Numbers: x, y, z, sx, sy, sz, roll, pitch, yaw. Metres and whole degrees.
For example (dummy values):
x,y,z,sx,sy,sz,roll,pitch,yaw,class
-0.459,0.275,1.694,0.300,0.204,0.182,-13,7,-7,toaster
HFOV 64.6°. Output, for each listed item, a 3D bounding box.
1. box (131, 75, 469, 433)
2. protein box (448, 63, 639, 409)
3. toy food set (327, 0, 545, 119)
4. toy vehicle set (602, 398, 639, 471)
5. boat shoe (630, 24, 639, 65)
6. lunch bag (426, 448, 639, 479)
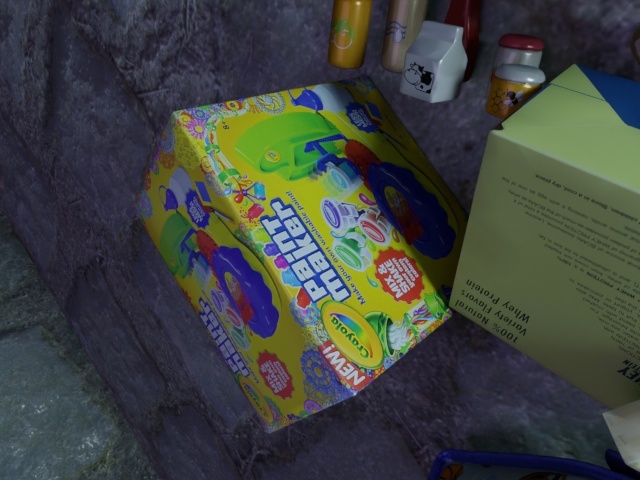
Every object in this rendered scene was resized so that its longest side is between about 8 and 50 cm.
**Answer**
x,y,z,sx,sy,sz,roll,pitch,yaw,class
0.000,0.000,0.569,0.290,0.279,0.177,56,139,8,box
0.235,0.005,0.403,0.200,0.136,0.201,33,145,31,protein box
0.116,-0.197,0.473,0.232,0.111,0.104,35,131,40,toy food set
0.345,0.100,0.310,0.166,0.035,0.267,33,126,-30,toy vehicle set
0.300,-0.111,0.387,0.153,0.048,0.056,50,133,7,boat shoe
0.283,0.390,0.485,0.327,0.239,0.385,52,148,-1,lunch bag
